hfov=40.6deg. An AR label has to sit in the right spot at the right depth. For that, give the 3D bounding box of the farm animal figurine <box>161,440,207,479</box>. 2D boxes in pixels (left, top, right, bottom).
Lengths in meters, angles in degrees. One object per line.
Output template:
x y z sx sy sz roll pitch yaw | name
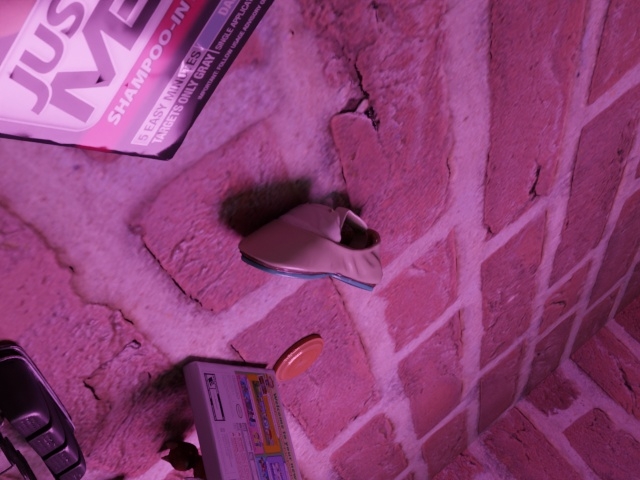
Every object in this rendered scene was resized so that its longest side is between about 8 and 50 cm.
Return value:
-0.225 0.397 1.039 0.330 0.172 0.327 -54 -163 23 | farm animal figurine

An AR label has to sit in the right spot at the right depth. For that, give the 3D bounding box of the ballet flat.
0.000 0.000 0.890 0.086 0.086 0.248 -49 156 12 | ballet flat

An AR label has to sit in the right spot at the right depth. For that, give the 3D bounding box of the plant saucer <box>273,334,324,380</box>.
-0.028 0.160 1.165 0.083 0.013 0.083 -34 154 -20 | plant saucer

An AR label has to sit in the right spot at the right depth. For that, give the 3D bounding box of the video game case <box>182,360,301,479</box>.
-0.081 0.249 1.008 0.023 0.212 0.193 -22 161 19 | video game case

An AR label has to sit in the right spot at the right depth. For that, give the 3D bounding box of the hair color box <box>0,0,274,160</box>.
-0.168 -0.150 0.334 0.185 0.113 0.374 -53 153 21 | hair color box

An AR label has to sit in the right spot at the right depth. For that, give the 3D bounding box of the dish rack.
-0.337 0.222 0.735 0.271 0.074 0.208 -33 152 -18 | dish rack
